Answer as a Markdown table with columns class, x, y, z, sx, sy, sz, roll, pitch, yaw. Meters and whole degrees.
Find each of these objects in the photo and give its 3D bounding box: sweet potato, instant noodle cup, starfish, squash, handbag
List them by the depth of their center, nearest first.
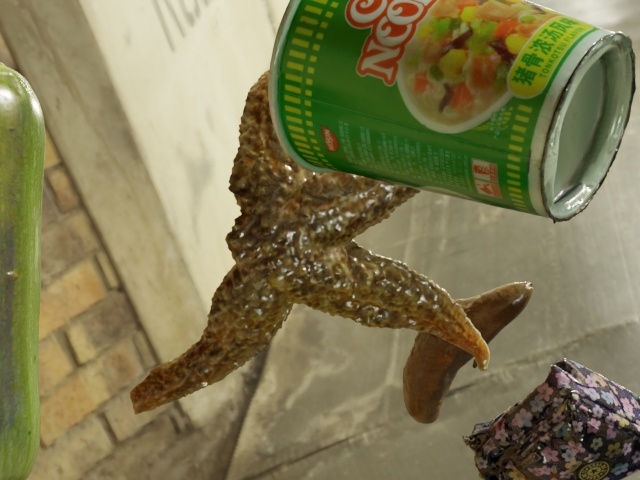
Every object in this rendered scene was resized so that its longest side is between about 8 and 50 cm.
| class | x | y | z | sx | sy | sz | roll | pitch | yaw |
| --- | --- | --- | --- | --- | --- | --- | --- | --- | --- |
| squash | -0.179 | 0.017 | 0.512 | 0.066 | 0.228 | 0.066 | -2 | -4 | 0 |
| instant noodle cup | 0.112 | -0.118 | 0.768 | 0.233 | 0.207 | 0.207 | 22 | 45 | 33 |
| starfish | 0.000 | -0.003 | 1.019 | 0.384 | 0.398 | 0.132 | 4 | -3 | -5 |
| handbag | 0.321 | 0.269 | 1.285 | 0.208 | 0.229 | 0.126 | -48 | 32 | 27 |
| sweet potato | 0.205 | 0.163 | 1.523 | 0.114 | 0.341 | 0.092 | 29 | 36 | -1 |
